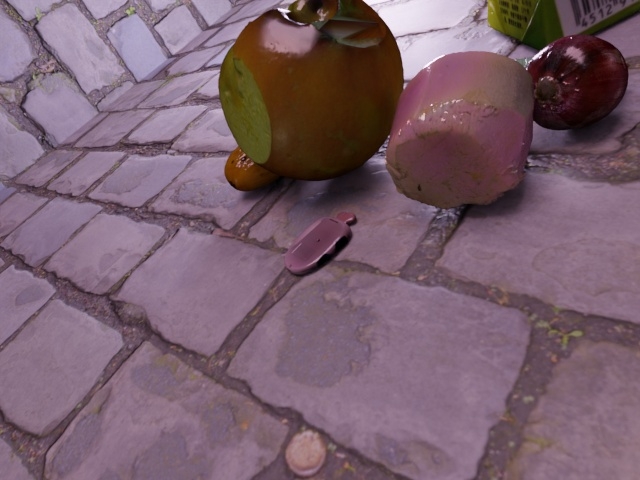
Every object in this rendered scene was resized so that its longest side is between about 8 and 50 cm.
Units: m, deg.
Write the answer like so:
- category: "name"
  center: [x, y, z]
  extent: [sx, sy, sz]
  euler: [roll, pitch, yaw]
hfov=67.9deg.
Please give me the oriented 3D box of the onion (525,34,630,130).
- category: "onion"
  center: [0.442, -0.267, 0.795]
  extent: [0.195, 0.159, 0.159]
  euler: [-18, 32, -20]

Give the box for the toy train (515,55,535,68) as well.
- category: "toy train"
  center: [0.430, -0.347, 0.980]
  extent: [0.056, 0.038, 0.093]
  euler: [-7, 43, 26]

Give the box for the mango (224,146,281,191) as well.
- category: "mango"
  center: [-0.120, -0.216, 1.159]
  extent: [0.262, 0.109, 0.157]
  euler: [-40, 33, -15]

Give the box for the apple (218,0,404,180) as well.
- category: "apple"
  center: [-0.026, -0.314, 0.959]
  extent: [0.384, 0.374, 0.374]
  euler: [27, 56, 4]

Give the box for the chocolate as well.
- category: "chocolate"
  center: [0.562, -0.576, 1.068]
  extent: [0.301, 0.137, 0.288]
  euler: [-26, 36, 7]

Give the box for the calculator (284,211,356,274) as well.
- category: "calculator"
  center: [0.000, 0.000, 0.894]
  extent: [0.166, 0.024, 0.103]
  euler: [-45, 38, -16]

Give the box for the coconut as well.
- category: "coconut"
  center: [0.235, -0.186, 0.790]
  extent: [0.233, 0.233, 0.245]
  euler: [-4, 45, 32]
